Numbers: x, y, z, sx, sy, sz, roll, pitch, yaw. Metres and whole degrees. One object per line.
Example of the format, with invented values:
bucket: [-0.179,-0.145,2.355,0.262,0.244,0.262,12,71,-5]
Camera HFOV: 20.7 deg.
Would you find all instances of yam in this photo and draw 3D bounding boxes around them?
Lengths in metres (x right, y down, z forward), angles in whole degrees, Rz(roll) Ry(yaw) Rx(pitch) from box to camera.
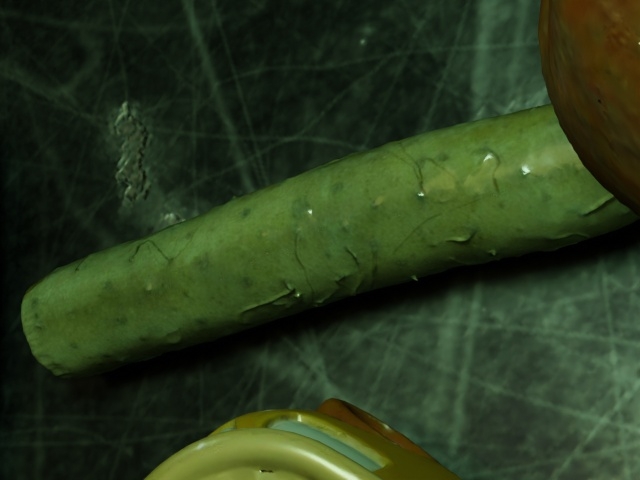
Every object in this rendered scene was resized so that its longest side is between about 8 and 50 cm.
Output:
yam: [0.000,0.000,0.951,0.371,0.083,0.083,-16,67,25]

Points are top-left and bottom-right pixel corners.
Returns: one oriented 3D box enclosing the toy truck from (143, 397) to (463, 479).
toy truck: [0.009,0.199,0.803,0.288,0.211,0.204,34,92,31]

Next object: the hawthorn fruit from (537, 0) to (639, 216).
hawthorn fruit: [0.244,-0.085,0.730,0.277,0.277,0.298,-40,80,14]
